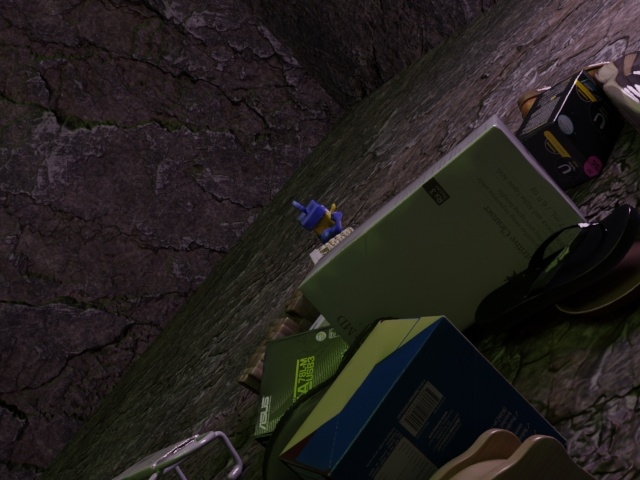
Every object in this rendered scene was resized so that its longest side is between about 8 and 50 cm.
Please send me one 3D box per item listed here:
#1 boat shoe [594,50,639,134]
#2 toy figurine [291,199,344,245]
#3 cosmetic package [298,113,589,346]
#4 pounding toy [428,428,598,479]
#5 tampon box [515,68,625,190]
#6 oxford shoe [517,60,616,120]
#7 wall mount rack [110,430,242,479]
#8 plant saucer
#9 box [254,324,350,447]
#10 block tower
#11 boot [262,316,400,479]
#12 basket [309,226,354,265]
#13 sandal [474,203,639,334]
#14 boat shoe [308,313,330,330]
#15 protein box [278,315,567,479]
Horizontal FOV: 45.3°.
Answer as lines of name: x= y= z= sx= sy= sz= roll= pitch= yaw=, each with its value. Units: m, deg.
boat shoe: x=0.506 y=-0.230 z=1.142 sx=0.130 sy=0.132 sz=0.355 roll=-40 pitch=15 yaw=23
toy figurine: x=0.000 y=0.000 z=1.813 sx=0.191 sy=0.217 sz=0.362 roll=-44 pitch=12 yaw=3
cosmetic package: x=0.181 y=0.016 z=1.161 sx=0.385 sy=0.217 sz=0.156 roll=-42 pitch=3 yaw=18
pounding toy: x=0.153 y=0.282 z=0.648 sx=0.269 sy=0.154 sz=0.155 roll=-30 pitch=5 yaw=-25
tampon box: x=0.417 y=-0.183 z=1.292 sx=0.101 sy=0.120 sz=0.161 roll=-29 pitch=21 yaw=53
oxford shoe: x=0.490 y=-0.274 z=1.476 sx=0.212 sy=0.076 sz=0.076 roll=-24 pitch=53 yaw=28
wall mount rack: x=-0.310 y=0.473 z=1.376 sx=0.350 sy=0.130 sz=0.304 roll=-34 pitch=-4 yaw=42
plant saucer: x=0.369 y=0.037 z=0.962 sx=0.168 sy=0.029 sz=0.168 roll=-42 pitch=13 yaw=12
box: x=-0.013 y=0.233 z=1.261 sx=0.184 sy=0.045 sz=0.190 roll=-15 pitch=45 yaw=21
block tower: x=-0.036 y=0.170 z=1.577 sx=0.335 sy=0.097 sz=0.091 roll=-59 pitch=12 yaw=-19
boot: x=0.049 y=0.277 z=1.032 sx=0.338 sy=0.118 sz=0.222 roll=-57 pitch=26 yaw=11
basket: x=0.071 y=0.066 z=1.505 sx=0.103 sy=0.167 sz=0.113 roll=-40 pitch=12 yaw=1
sandal: x=0.298 y=0.037 z=0.995 sx=0.254 sy=0.054 sz=0.097 roll=-40 pitch=14 yaw=24
boat shoe: x=0.037 y=0.178 z=1.392 sx=0.301 sy=0.102 sz=0.108 roll=-52 pitch=3 yaw=-4
protein box: x=0.108 y=0.220 z=0.812 sx=0.200 sy=0.201 sz=0.136 roll=-50 pitch=14 yaw=-21
